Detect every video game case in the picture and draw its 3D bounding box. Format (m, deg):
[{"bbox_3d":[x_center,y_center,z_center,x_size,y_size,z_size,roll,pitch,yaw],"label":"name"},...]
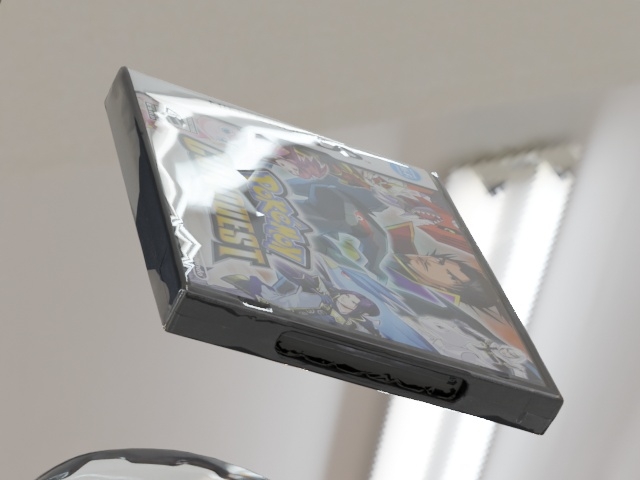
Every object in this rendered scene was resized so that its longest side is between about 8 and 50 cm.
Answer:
[{"bbox_3d":[0.000,0.000,1.060,0.248,0.275,0.035,18,-65,-24],"label":"video game case"}]

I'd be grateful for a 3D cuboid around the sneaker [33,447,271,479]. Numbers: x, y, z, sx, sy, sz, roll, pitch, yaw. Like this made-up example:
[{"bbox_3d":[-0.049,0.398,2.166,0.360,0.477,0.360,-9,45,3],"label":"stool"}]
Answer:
[{"bbox_3d":[-0.006,0.151,0.541,0.235,0.097,0.084,27,-49,3],"label":"sneaker"}]
